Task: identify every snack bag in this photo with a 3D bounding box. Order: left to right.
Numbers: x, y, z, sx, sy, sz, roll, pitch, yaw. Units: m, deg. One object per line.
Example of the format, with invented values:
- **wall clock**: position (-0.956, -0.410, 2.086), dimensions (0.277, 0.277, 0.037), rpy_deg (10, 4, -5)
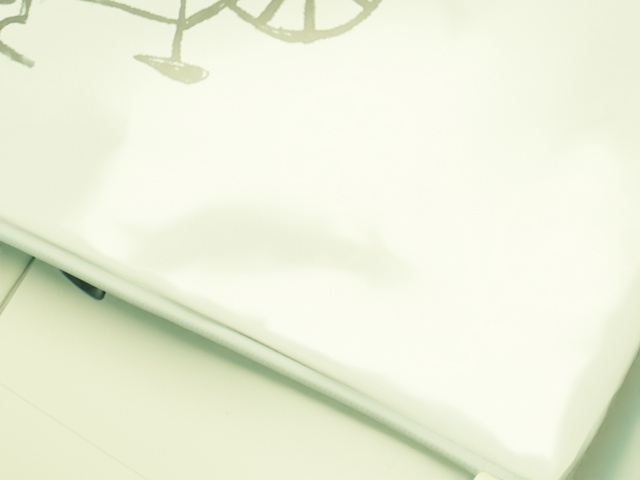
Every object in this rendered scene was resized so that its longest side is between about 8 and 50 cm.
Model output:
- **snack bag**: position (0.022, -0.108, 0.578), dimensions (0.323, 0.037, 0.342), rpy_deg (23, 75, 19)

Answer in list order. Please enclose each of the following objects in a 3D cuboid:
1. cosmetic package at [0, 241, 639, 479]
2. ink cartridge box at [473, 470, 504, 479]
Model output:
- **cosmetic package**: position (0.000, 0.000, 0.623), dimensions (0.377, 0.097, 0.284), rpy_deg (29, 85, 20)
- **ink cartridge box**: position (0.106, 0.217, 0.432), dimensions (0.273, 0.115, 0.198), rpy_deg (31, 81, 13)
